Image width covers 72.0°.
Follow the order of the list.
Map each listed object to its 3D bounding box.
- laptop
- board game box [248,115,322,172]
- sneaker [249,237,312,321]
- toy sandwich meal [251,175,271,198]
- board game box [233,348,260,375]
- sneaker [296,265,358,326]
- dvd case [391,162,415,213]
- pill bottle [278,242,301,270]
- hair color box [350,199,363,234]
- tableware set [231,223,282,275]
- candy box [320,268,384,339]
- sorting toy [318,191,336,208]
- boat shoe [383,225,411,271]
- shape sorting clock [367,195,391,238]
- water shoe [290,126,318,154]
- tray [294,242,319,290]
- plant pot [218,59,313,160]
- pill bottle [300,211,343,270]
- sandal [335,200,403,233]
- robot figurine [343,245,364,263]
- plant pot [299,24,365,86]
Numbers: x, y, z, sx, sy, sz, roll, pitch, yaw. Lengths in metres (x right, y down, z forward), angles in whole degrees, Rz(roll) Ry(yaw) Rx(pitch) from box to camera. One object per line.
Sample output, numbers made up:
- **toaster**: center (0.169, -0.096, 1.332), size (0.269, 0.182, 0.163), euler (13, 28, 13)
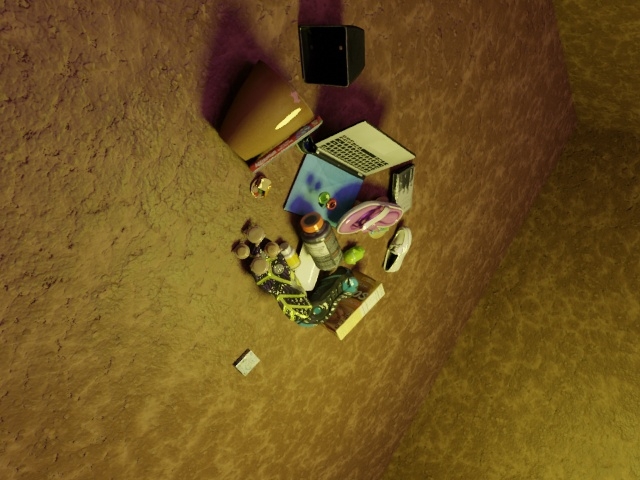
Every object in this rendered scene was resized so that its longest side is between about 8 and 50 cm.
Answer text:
- **laptop**: center (0.125, -0.238, 1.760), size (0.382, 0.407, 0.236), euler (16, 65, -48)
- **board game box**: center (-0.120, -0.318, 1.479), size (0.281, 0.145, 0.027), euler (-36, 98, -2)
- **sneaker**: center (-0.172, 0.149, 1.745), size (0.145, 0.147, 0.385), euler (-28, 114, -3)
- **toy sandwich meal**: center (-0.212, -0.191, 1.590), size (0.085, 0.029, 0.086), euler (-22, 125, -36)
- **board game box**: center (-0.312, 0.518, 1.871), size (0.090, 0.020, 0.090), euler (-44, 135, -19)
- **sneaker**: center (0.021, 0.256, 1.988), size (0.341, 0.140, 0.125), euler (-40, 123, 7)
- **dvd case**: center (0.405, -0.240, 2.159), size (0.179, 0.029, 0.239), euler (-34, 133, -44)
- **pill bottle**: center (-0.127, 0.063, 1.782), size (0.065, 0.065, 0.116), euler (-46, 136, -18)
- **hair color box**: center (0.162, -0.105, 2.001), size (0.072, 0.043, 0.141), euler (19, 96, -48)
- **tableware set**: center (-0.232, 0.035, 1.621), size (0.168, 0.020, 0.141), euler (43, 87, -8)
- **candy box**: center (0.130, 0.294, 2.073), size (0.316, 0.183, 0.088), euler (-43, 136, -20)
- **sorting toy**: center (0.018, -0.159, 1.742), size (0.061, 0.042, 0.102), euler (-49, 133, 2)
- **boat shoe**: center (0.396, 0.050, 2.278), size (0.084, 0.095, 0.258), euler (-6, 114, -48)
- **shape sorting clock**: center (0.283, -0.111, 2.120), size (0.206, 0.040, 0.206), euler (-18, 117, -41)
- **water shoe**: center (-0.073, -0.390, 1.585), size (0.073, 0.080, 0.203), euler (-55, 138, -9)
- **tray**: center (-0.052, 0.088, 1.898), size (0.145, 0.030, 0.270), euler (5, 107, -47)
- **plant pot**: center (-0.192, -0.383, 1.384), size (0.254, 0.237, 0.237), euler (-47, 138, 3)
- **pill bottle**: center (0.000, 0.000, 1.783), size (0.130, 0.130, 0.246), euler (-44, 135, -20)
- **sandal**: center (0.245, -0.092, 1.948), size (0.416, 0.102, 0.169), euler (-13, 140, -41)
- **robot figurine**: center (0.154, 0.068, 2.065), size (0.115, 0.067, 0.101), euler (-28, 158, -34)
- **plant pot**: center (0.057, -0.651, 1.517), size (0.167, 0.187, 0.188), euler (-40, 135, -42)
